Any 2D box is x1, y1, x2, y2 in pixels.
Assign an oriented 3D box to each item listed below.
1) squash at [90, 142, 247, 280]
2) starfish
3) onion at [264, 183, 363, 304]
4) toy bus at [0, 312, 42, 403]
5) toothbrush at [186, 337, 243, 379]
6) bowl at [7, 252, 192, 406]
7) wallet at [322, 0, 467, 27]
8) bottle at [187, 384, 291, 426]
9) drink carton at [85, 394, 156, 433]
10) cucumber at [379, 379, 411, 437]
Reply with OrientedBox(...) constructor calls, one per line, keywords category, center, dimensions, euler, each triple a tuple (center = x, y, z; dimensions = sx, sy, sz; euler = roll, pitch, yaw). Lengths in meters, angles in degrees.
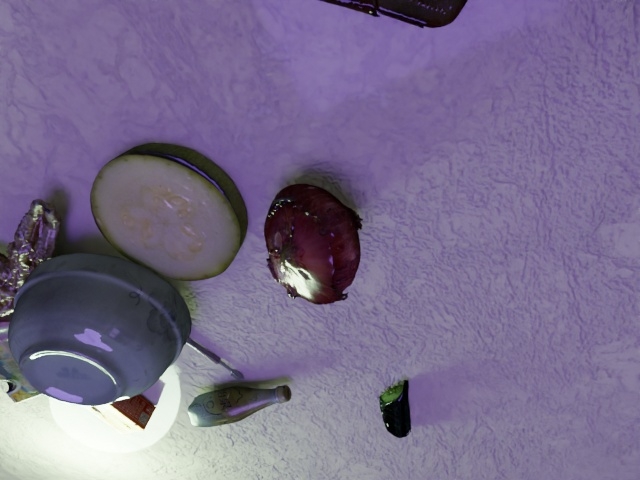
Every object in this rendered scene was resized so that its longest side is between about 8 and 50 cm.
OrientedBox(category="squash", center=(-0.246, -0.042, 0.698), dimensions=(0.252, 0.049, 0.252), euler=(5, 127, 7))
OrientedBox(category="starfish", center=(-0.539, 0.050, 0.797), dimensions=(0.432, 0.082, 0.324), euler=(0, 127, 4))
OrientedBox(category="onion", center=(0.000, 0.000, 0.632), dimensions=(0.147, 0.184, 0.184), euler=(-21, 136, -28))
OrientedBox(category="toy bus", center=(-0.710, 0.257, 0.978), dimensions=(0.112, 0.090, 0.274), euler=(-14, 133, -17))
OrientedBox(category="toothbrush", center=(-0.248, 0.265, 0.965), dimensions=(0.017, 0.014, 0.194), euler=(-29, 119, 29))
OrientedBox(category="bowl", center=(-0.405, 0.182, 0.762), dimensions=(0.307, 0.163, 0.307), euler=(2, 129, 2))
OrientedBox(category="wallet", center=(0.043, -0.311, 0.436), dimensions=(0.255, 0.031, 0.137), euler=(16, 129, -3))
OrientedBox(category="bottle", center=(-0.192, 0.387, 1.010), dimensions=(0.270, 0.083, 0.083), euler=(-19, 123, 23))
OrientedBox(category="drink carton", center=(-0.543, 0.409, 1.096), dimensions=(0.096, 0.071, 0.223), euler=(-19, 123, 23))
OrientedBox(category="cucumber", center=(0.171, 0.393, 0.983), dimensions=(0.070, 0.046, 0.220), euler=(3, 130, 18))
